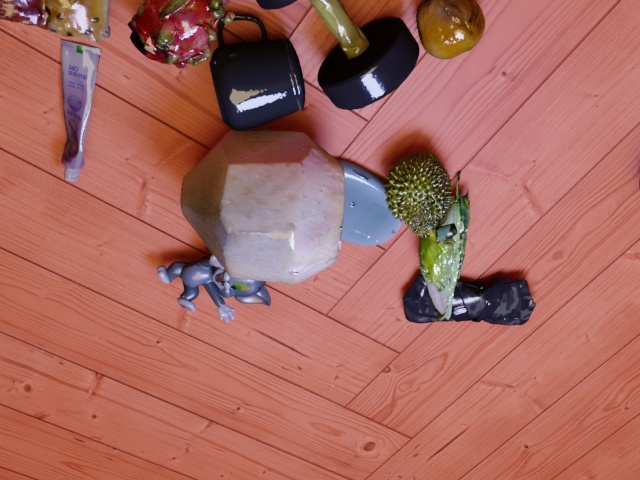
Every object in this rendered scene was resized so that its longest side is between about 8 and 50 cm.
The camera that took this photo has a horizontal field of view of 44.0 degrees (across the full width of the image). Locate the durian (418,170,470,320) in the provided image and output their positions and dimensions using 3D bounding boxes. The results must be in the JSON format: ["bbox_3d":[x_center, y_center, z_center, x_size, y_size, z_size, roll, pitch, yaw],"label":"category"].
[{"bbox_3d":[0.283,0.025,1.840,0.106,0.132,0.375,3,113,1],"label":"durian"}]

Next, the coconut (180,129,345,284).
[{"bbox_3d":[-0.121,-0.068,1.635,0.352,0.353,0.353,-2,126,-2],"label":"coconut"}]

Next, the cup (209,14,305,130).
[{"bbox_3d":[-0.127,-0.336,1.553,0.176,0.169,0.223,-12,98,0],"label":"cup"}]

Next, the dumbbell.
[{"bbox_3d":[0.024,-0.419,1.463,0.203,0.204,0.322,-30,123,17],"label":"dumbbell"}]

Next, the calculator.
[{"bbox_3d":[0.055,-0.086,1.806,0.298,0.041,0.185,28,120,-21],"label":"calculator"}]

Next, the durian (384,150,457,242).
[{"bbox_3d":[0.217,-0.101,1.736,0.146,0.159,0.198,-7,131,18],"label":"durian"}]

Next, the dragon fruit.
[{"bbox_3d":[-0.257,-0.411,1.474,0.172,0.166,0.160,-41,122,21],"label":"dragon fruit"}]

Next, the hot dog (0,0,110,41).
[{"bbox_3d":[-0.514,-0.556,1.344,0.367,0.196,0.365,12,121,-15],"label":"hot dog"}]

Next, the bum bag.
[{"bbox_3d":[0.373,0.151,1.970,0.340,0.095,0.144,3,128,-3],"label":"bum bag"}]

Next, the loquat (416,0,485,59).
[{"bbox_3d":[0.248,-0.422,1.539,0.137,0.113,0.137,15,134,16],"label":"loquat"}]

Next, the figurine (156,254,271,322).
[{"bbox_3d":[-0.242,0.094,1.865,0.265,0.140,0.193,-5,104,15],"label":"figurine"}]

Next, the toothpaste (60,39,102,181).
[{"bbox_3d":[-0.507,-0.262,1.641,0.075,0.048,0.301,22,119,14],"label":"toothpaste"}]
